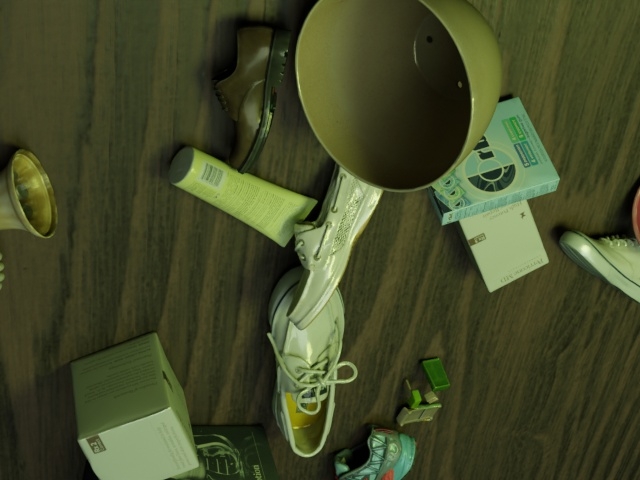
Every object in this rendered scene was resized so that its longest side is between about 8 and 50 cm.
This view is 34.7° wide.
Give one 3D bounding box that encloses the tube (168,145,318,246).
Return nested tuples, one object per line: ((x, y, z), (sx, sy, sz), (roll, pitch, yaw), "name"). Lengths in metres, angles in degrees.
((-0.116, -0.066, 1.531), (0.240, 0.062, 0.070), (25, 148, -37), "tube")

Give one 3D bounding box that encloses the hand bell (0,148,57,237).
((-0.501, -0.032, 1.411), (0.242, 0.126, 0.126), (-16, 129, 8), "hand bell")

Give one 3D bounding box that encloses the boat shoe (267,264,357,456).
((-0.019, 0.222, 1.705), (0.136, 0.156, 0.367), (-4, 126, -16), "boat shoe")

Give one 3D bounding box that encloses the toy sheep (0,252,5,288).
((-0.496, 0.051, 1.464), (0.091, 0.091, 0.132), (4, 98, -21), "toy sheep")

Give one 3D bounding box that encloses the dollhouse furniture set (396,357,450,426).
((0.188, 0.284, 1.907), (0.076, 0.058, 0.151), (-8, 146, -22), "dollhouse furniture set")

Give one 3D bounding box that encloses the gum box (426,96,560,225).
((0.242, -0.121, 1.544), (0.184, 0.157, 0.041), (-17, 154, -7), "gum box")

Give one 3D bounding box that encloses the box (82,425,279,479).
((-0.223, 0.491, 1.714), (0.313, 0.343, 0.179), (3, 125, -21), "box")

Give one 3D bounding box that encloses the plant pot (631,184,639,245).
((0.660, -0.035, 1.739), (0.180, 0.201, 0.201), (12, 121, -45), "plant pot")

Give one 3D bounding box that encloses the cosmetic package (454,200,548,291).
((0.279, -0.035, 1.666), (0.117, 0.085, 0.231), (-28, 128, 3), "cosmetic package")

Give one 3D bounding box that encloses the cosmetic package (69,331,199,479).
((-0.298, 0.276, 1.634), (0.151, 0.183, 0.151), (-20, 129, -4), "cosmetic package")

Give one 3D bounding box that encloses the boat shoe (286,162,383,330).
((0.000, 0.000, 1.573), (0.096, 0.098, 0.277), (25, 90, -13), "boat shoe")

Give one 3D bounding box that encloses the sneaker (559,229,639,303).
((0.516, 0.027, 1.801), (0.258, 0.094, 0.091), (29, 93, -38), "sneaker")

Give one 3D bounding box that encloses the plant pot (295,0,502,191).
((0.133, -0.230, 1.388), (0.191, 0.284, 0.284), (-31, 140, -43), "plant pot")

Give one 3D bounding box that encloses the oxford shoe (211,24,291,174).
((-0.107, -0.198, 1.431), (0.096, 0.083, 0.227), (11, 120, -5), "oxford shoe")

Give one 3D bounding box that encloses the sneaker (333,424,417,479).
((0.066, 0.449, 1.957), (0.125, 0.104, 0.262), (30, 108, -15), "sneaker")
